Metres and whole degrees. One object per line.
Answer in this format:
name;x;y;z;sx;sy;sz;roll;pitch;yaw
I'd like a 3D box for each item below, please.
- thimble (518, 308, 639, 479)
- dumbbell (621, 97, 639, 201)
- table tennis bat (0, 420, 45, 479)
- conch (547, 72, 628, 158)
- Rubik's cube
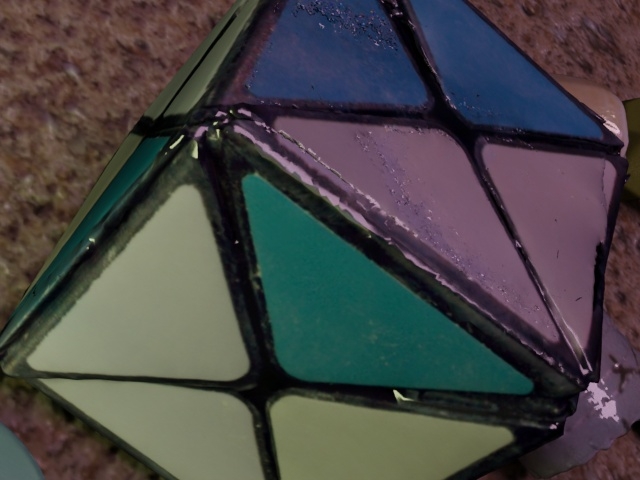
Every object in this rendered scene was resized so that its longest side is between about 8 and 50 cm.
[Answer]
thimble;0.213;0.127;1.116;0.118;0.127;0.151;54;37;2
dumbbell;0.430;-0.050;1.444;0.302;0.108;0.121;30;46;-21
table tennis bat;-0.206;0.187;0.778;0.237;0.038;0.149;35;43;-12
conch;0.199;-0.109;1.301;0.255;0.127;0.158;17;79;-5
Rubik's cube;0.000;0.000;0.883;0.305;0.310;0.307;40;41;-13
